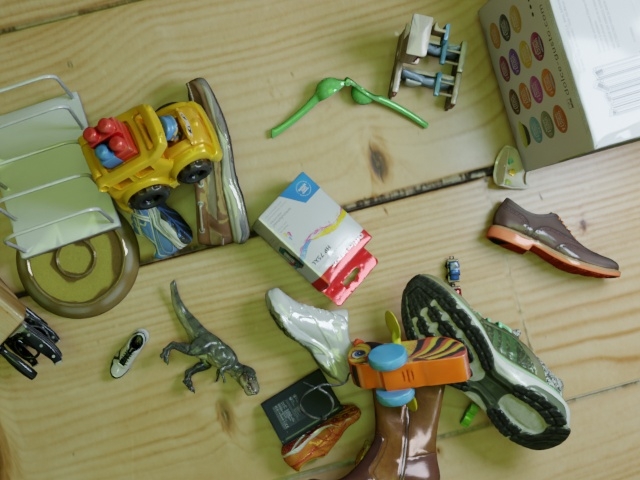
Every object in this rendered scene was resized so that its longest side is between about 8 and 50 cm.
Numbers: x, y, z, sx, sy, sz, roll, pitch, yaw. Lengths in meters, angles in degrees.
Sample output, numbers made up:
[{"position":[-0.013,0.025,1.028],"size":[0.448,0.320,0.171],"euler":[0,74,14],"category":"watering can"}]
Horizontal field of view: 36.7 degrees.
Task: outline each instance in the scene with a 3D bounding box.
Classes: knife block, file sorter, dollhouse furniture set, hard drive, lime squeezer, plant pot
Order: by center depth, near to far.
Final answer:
[{"position":[-0.594,0.139,1.736],"size":[0.088,0.276,0.242],"euler":[-47,63,-3],"category":"knife block"},{"position":[-0.510,-0.137,1.752],"size":[0.192,0.173,0.278],"euler":[-19,81,-4],"category":"file sorter"},{"position":[0.210,-0.330,1.812],"size":[0.129,0.183,0.129],"euler":[11,89,-4],"category":"dollhouse furniture set"},{"position":[-0.466,0.033,1.843],"size":[0.236,0.032,0.237],"euler":[0,89,-3],"category":"plant pot"},{"position":[-0.035,0.319,1.852],"size":[0.135,0.022,0.094],"euler":[-31,63,-3],"category":"hard drive"},{"position":[0.057,-0.263,1.866],"size":[0.310,0.059,0.110],"euler":[-4,89,-4],"category":"lime squeezer"}]

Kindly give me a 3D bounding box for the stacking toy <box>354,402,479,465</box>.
[{"position":[0.189,0.377,1.871],"size":[0.166,0.052,0.221],"euler":[29,87,-3],"category":"stacking toy"}]

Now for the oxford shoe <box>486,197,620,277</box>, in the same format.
[{"position":[0.465,-0.001,1.872],"size":[0.271,0.097,0.098],"euler":[22,82,-3],"category":"oxford shoe"}]

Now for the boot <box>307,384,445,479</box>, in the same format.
[{"position":[0.102,0.364,1.800],"size":[0.264,0.096,0.281],"euler":[4,78,2],"category":"boot"}]

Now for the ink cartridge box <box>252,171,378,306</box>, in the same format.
[{"position":[0.000,0.000,1.834],"size":[0.231,0.078,0.134],"euler":[43,71,-2],"category":"ink cartridge box"}]

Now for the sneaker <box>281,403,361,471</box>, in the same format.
[{"position":[0.006,0.378,1.864],"size":[0.175,0.064,0.067],"euler":[-33,115,-1],"category":"sneaker"}]

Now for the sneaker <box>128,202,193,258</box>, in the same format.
[{"position":[-0.336,-0.057,1.828],"size":[0.081,0.080,0.211],"euler":[-41,79,20],"category":"sneaker"}]

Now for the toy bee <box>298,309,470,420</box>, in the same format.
[{"position":[0.113,0.214,1.751],"size":[0.298,0.162,0.195],"euler":[7,112,-7],"category":"toy bee"}]

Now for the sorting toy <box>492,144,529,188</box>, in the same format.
[{"position":[0.382,-0.134,1.895],"size":[0.075,0.045,0.083],"euler":[15,77,-16],"category":"sorting toy"}]

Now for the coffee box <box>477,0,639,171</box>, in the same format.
[{"position":[0.530,-0.342,1.749],"size":[0.338,0.334,0.338],"euler":[-16,90,-9],"category":"coffee box"}]

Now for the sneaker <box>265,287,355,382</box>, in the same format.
[{"position":[-0.006,0.160,1.852],"size":[0.232,0.090,0.115],"euler":[45,80,-11],"category":"sneaker"}]

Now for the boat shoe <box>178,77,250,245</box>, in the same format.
[{"position":[-0.219,-0.144,1.818],"size":[0.116,0.123,0.325],"euler":[-13,89,-2],"category":"boat shoe"}]

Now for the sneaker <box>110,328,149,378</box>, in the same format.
[{"position":[-0.369,0.216,1.842],"size":[0.040,0.044,0.109],"euler":[32,89,-5],"category":"sneaker"}]

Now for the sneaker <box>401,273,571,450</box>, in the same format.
[{"position":[0.317,0.210,1.837],"size":[0.410,0.182,0.158],"euler":[46,123,-4],"category":"sneaker"}]

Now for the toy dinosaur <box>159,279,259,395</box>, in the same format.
[{"position":[-0.235,0.214,1.844],"size":[0.118,0.064,0.268],"euler":[-42,90,-10],"category":"toy dinosaur"}]

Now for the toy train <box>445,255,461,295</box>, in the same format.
[{"position":[0.263,0.109,1.885],"size":[0.027,0.036,0.158],"euler":[-4,90,-4],"category":"toy train"}]

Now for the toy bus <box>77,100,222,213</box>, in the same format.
[{"position":[-0.311,-0.170,1.684],"size":[0.220,0.211,0.150],"euler":[-28,72,7],"category":"toy bus"}]
